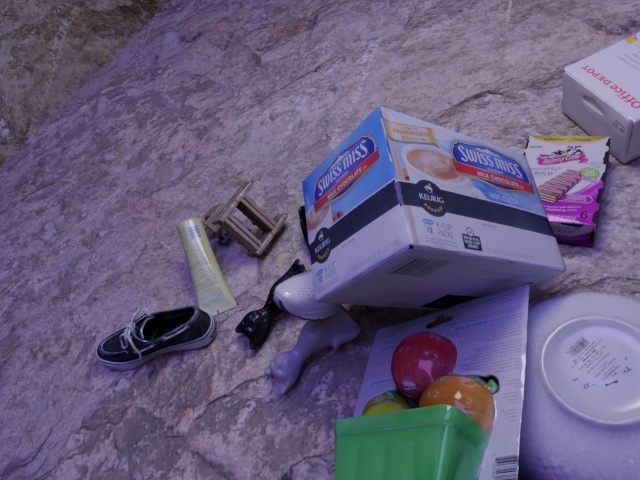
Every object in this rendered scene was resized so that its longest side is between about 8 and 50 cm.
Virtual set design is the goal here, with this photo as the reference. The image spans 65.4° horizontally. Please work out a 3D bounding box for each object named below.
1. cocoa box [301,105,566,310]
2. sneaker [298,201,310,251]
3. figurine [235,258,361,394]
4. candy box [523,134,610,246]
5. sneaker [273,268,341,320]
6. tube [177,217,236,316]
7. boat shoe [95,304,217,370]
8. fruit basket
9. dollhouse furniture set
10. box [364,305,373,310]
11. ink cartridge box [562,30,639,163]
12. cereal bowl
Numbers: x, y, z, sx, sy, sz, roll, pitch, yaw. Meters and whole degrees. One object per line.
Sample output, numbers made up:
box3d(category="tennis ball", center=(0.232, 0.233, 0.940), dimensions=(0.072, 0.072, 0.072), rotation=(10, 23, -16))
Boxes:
box3d(category="cocoa box", center=(0.178, -0.028, 0.823), dimensions=(0.231, 0.347, 0.228), rotation=(-37, 53, 48))
box3d(category="sneaker", center=(0.000, 0.000, 1.116), dimensions=(0.084, 0.097, 0.234), rotation=(-32, 47, -2))
box3d(category="figurine", center=(-0.056, 0.177, 1.018), dimensions=(0.209, 0.092, 0.215), rotation=(-43, 49, -2))
box3d(category="candy box", center=(0.480, -0.108, 1.003), dimensions=(0.159, 0.071, 0.233), rotation=(8, 57, 30))
box3d(category="sneaker", center=(0.038, 0.051, 0.932), dimensions=(0.297, 0.129, 0.111), rotation=(-20, 44, -37))
box3d(category="tube", center=(-0.279, 0.065, 1.185), dimensions=(0.070, 0.062, 0.240), rotation=(-40, 66, 44))
box3d(category="boat shoe", center=(-0.389, 0.211, 1.115), dimensions=(0.306, 0.105, 0.113), rotation=(-12, 52, 18))
box3d(category="fruit basket", center=(0.173, 0.251, 0.770), dimensions=(0.327, 0.165, 0.353), rotation=(-28, 22, 42))
box3d(category="dollhouse furniture set", center=(-0.200, -0.049, 1.255), dimensions=(0.129, 0.129, 0.184), rotation=(-55, 23, -22))
box3d(category="box", center=(0.115, 0.098, 1.038), dimensions=(0.083, 0.018, 0.067), rotation=(-32, 47, -3))
box3d(category="ink cartridge box", center=(0.707, -0.328, 1.039), dimensions=(0.306, 0.131, 0.226), rotation=(-26, 48, 5))
box3d(category="cereal bowl", center=(0.409, 0.214, 0.730), dimensions=(0.339, 0.141, 0.339), rotation=(-12, 50, 16))
